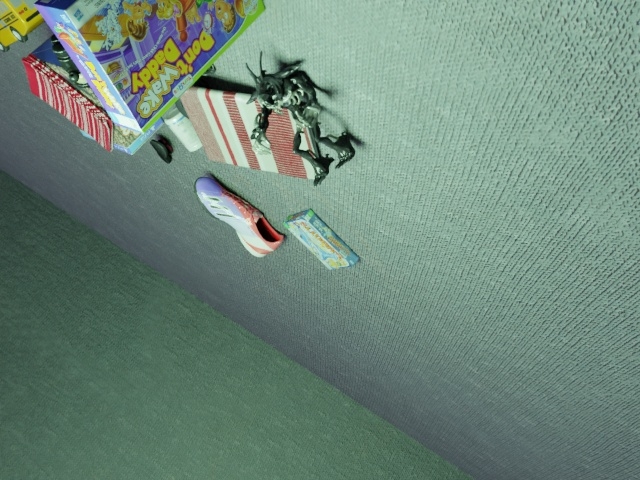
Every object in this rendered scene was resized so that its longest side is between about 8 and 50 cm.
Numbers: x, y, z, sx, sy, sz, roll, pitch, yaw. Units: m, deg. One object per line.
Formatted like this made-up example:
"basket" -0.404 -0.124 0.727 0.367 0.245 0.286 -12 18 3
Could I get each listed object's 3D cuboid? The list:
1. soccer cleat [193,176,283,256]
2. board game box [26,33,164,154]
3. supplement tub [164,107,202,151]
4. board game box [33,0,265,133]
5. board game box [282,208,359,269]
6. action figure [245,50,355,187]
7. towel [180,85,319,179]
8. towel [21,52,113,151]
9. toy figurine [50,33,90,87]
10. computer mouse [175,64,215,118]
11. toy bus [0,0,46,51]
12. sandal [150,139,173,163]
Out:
"soccer cleat" -0.243 -0.084 1.891 0.116 0.108 0.318 -26 114 42
"board game box" -0.612 -0.411 1.725 0.232 0.141 0.291 22 152 32
"supplement tub" -0.355 -0.298 1.665 0.071 0.071 0.107 9 144 48
"board game box" -0.252 -0.380 1.020 0.078 0.347 0.233 22 153 30
"board game box" 0.000 0.000 1.761 0.201 0.035 0.136 44 156 -16
"action figure" -0.055 -0.239 1.251 0.164 0.141 0.276 -29 117 34
"towel" -0.159 -0.254 1.462 0.329 0.037 0.237 14 148 23
"towel" -0.673 -0.362 1.682 0.275 0.031 0.199 39 157 -4
"toy figurine" -0.430 -0.399 1.333 0.210 0.213 0.148 29 165 12
"computer mouse" -0.347 -0.381 1.511 0.184 0.060 0.262 35 156 3
"toy bus" -0.836 -0.613 1.705 0.333 0.108 0.130 8 143 49
"sandal" -0.481 -0.281 1.923 0.067 0.040 0.179 44 171 -2
